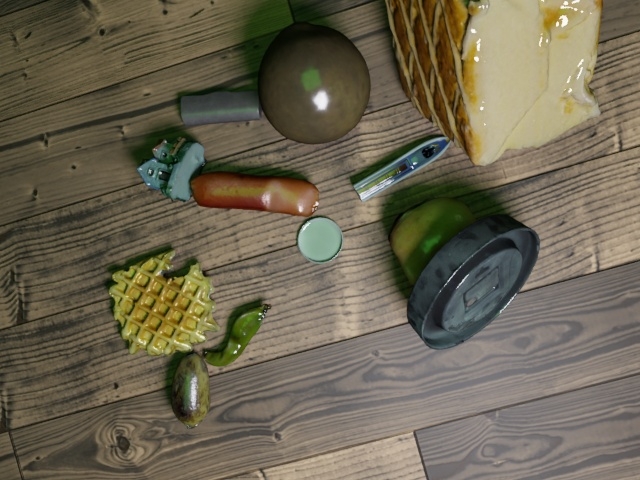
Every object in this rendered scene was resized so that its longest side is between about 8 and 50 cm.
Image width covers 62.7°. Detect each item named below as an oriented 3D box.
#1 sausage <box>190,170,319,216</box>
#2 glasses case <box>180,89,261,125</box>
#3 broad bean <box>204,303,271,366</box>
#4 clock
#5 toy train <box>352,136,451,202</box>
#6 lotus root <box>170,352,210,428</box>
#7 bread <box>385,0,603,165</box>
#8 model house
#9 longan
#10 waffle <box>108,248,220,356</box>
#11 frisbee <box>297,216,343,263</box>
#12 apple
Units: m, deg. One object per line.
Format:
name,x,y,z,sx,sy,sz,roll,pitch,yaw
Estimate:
sausage,-0.151,-0.109,1.221,0.300,0.083,0.089,6,85,2
glasses case,-0.234,-0.316,1.247,0.191,0.042,0.072,-4,83,5
broad bean,-0.191,0.223,1.245,0.070,0.048,0.213,45,97,2
clock,0.315,0.089,1.084,0.319,0.319,0.066,-46,53,4
toy train,0.192,-0.173,1.209,0.252,0.048,0.055,-31,91,4
lotus root,-0.307,0.356,1.240,0.089,0.080,0.179,-2,91,3
bread,0.311,-0.395,0.988,0.279,0.371,0.390,-26,131,-3
model house,-0.366,-0.176,1.227,0.149,0.119,0.148,17,92,12
longan,-0.016,-0.335,1.124,0.258,0.258,0.258,0,91,5
waffle,-0.373,0.156,1.257,0.261,0.056,0.250,-18,90,3
frisbee,0.000,0.000,1.243,0.110,0.014,0.110,0,90,5
apple,0.259,0.009,1.153,0.188,0.174,0.207,-28,105,7
